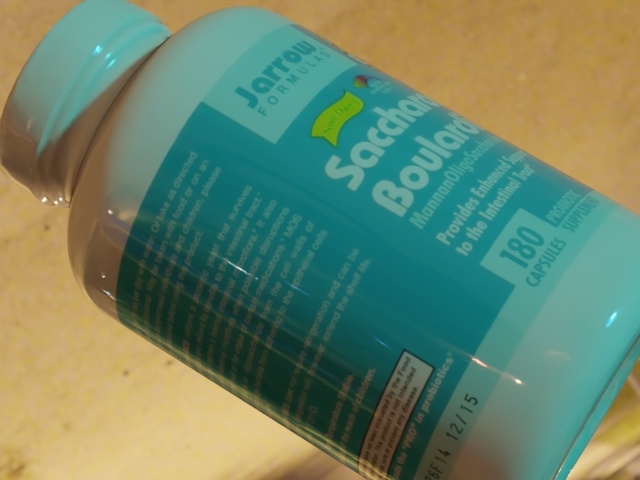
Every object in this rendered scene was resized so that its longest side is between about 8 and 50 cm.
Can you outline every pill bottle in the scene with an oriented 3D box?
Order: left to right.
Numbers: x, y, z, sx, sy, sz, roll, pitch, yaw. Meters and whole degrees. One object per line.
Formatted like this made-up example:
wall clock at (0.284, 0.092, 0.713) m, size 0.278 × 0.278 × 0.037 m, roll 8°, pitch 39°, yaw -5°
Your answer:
pill bottle at (0.000, 0.000, 0.695) m, size 0.146 × 0.264 × 0.146 m, roll -55°, pitch 166°, yaw -21°
